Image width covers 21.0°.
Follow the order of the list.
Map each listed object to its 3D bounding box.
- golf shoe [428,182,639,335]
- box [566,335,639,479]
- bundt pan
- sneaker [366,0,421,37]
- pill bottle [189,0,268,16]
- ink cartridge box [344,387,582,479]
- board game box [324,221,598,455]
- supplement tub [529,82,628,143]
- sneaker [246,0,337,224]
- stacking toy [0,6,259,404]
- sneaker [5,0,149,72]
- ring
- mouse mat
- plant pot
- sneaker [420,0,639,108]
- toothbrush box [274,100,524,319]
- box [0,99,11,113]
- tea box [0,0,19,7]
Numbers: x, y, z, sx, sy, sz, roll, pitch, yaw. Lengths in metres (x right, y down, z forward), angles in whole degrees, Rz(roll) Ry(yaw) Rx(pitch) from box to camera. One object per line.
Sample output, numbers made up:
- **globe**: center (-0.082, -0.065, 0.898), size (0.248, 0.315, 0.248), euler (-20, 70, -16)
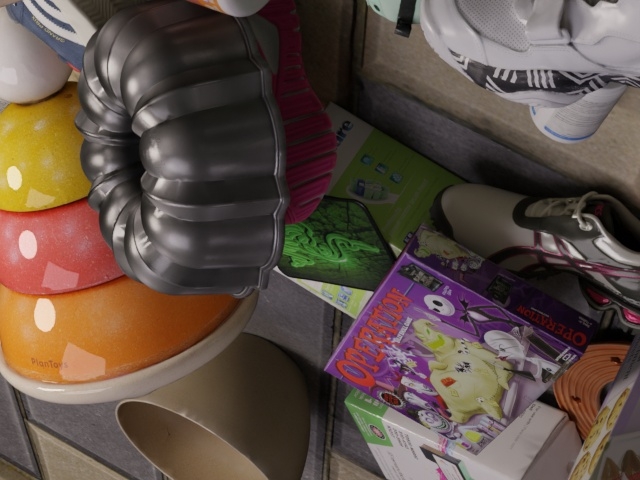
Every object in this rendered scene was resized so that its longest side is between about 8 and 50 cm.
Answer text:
- **golf shoe**: center (0.247, -0.013, 1.752), size (0.273, 0.105, 0.120), euler (22, 136, 11)
- **box**: center (0.312, 0.204, 1.759), size (0.063, 0.324, 0.067), euler (34, 155, -7)
- **bundt pan**: center (-0.157, -0.092, 1.748), size (0.331, 0.124, 0.330), euler (37, 132, 56)
- **sneaker**: center (0.012, -0.271, 1.553), size (0.256, 0.094, 0.151), euler (23, 146, 17)
- **pill bottle**: center (-0.146, -0.300, 1.663), size (0.216, 0.121, 0.121), euler (21, 151, 25)
- **ink cartridge box**: center (0.194, 0.266, 2.202), size (0.278, 0.117, 0.201), euler (22, 153, 35)
- **board game box**: center (0.140, 0.116, 1.851), size (0.208, 0.056, 0.347), euler (33, 153, 2)
- **supplement tub**: center (0.236, -0.140, 1.555), size (0.071, 0.071, 0.107), euler (33, 154, 3)
- **sneaker**: center (-0.053, -0.141, 1.791), size (0.111, 0.103, 0.252), euler (175, 86, -75)
- **stacking toy**: center (-0.293, -0.072, 2.105), size (0.351, 0.350, 0.480), euler (10, 127, 40)
- **sneaker**: center (-0.288, -0.293, 1.825), size (0.148, 0.131, 0.350), euler (14, 148, 27)
- **ring**: center (0.425, 0.218, 1.987), size (0.337, 0.032, 0.336), euler (27, 152, 16)
- **mouse mat**: center (0.000, 0.000, 1.862), size (0.190, 0.007, 0.152), euler (10, 143, 39)
- **plant pot**: center (-0.124, 0.246, 2.479), size (0.284, 0.191, 0.284), euler (27, 152, 15)
- **sneaker**: center (0.244, -0.205, 1.371), size (0.366, 0.137, 0.210), euler (16, 148, 22)
- **toothbrush box**: center (0.084, 0.005, 1.917), size (0.283, 0.122, 0.206), euler (33, 153, 6)
- **box**: center (-0.430, -0.131, 2.347), size (0.231, 0.056, 0.183), euler (15, 147, 33)
- **tea box**: center (-0.250, -0.370, 1.437), size (0.329, 0.323, 0.220), euler (-5, 134, 51)
